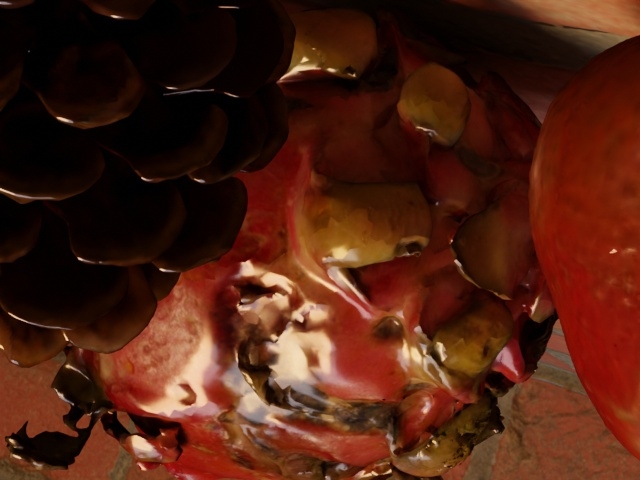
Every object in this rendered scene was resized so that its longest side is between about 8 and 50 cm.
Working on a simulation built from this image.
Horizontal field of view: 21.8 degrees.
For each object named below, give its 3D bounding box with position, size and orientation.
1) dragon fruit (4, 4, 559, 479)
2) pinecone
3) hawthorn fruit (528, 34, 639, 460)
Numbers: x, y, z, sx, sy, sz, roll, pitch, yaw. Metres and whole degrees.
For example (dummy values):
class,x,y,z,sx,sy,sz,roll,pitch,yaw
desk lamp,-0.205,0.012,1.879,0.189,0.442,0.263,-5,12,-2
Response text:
class,x,y,z,sx,sy,sz,roll,pitch,yaw
dragon fruit,0.000,0.000,0.860,0.269,0.250,0.291,15,153,-29
pinecone,-0.120,-0.089,0.650,0.246,0.246,0.292,20,158,-4
hawthorn fruit,0.178,0.027,0.666,0.196,0.226,0.196,8,166,2
